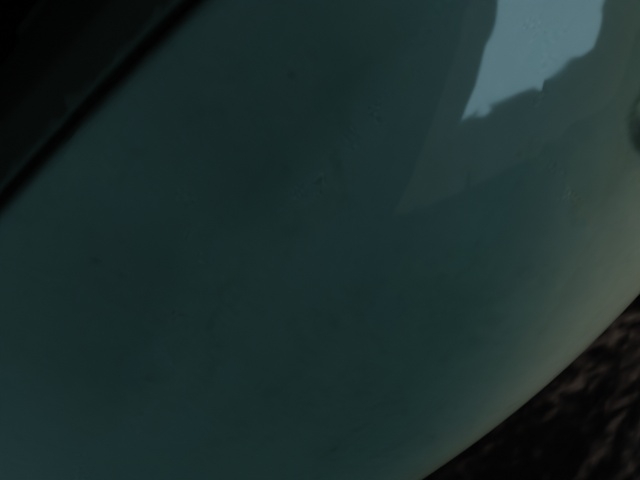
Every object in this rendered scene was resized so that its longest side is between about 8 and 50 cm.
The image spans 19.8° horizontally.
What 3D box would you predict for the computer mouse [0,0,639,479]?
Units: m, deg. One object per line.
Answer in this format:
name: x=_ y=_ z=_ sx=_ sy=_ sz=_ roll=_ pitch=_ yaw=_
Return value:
computer mouse: x=0.003 y=0.004 z=0.396 sx=0.159 sy=0.097 sz=0.288 roll=16 pitch=121 yaw=-48
